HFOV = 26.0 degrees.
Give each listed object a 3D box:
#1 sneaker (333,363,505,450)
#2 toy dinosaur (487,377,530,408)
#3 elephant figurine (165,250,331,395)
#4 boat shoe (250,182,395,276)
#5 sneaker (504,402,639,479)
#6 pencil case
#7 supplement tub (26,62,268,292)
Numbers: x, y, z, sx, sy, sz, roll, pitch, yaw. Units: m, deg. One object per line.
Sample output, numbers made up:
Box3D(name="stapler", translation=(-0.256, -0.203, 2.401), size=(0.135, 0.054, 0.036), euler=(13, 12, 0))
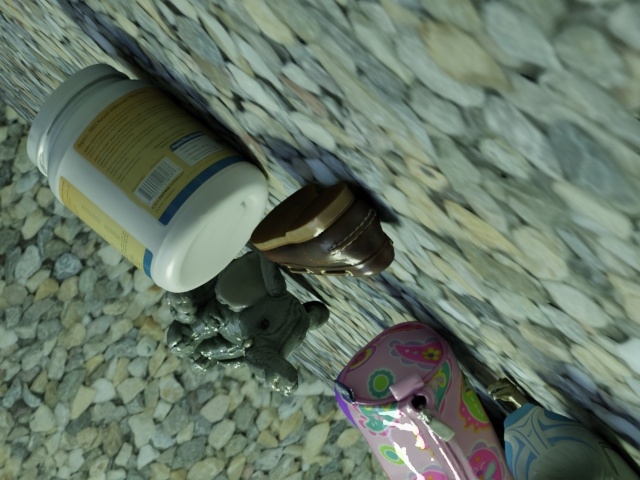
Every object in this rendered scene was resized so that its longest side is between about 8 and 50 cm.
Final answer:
Box3D(name="sneaker", translation=(0.145, 0.212, 1.520), size=(0.293, 0.102, 0.146), euler=(32, 170, 12))
Box3D(name="toy dinosaur", translation=(0.207, 0.184, 1.285), size=(0.092, 0.053, 0.183), euler=(55, 176, 40))
Box3D(name="elephant figurine", translation=(-0.071, 0.100, 1.782), size=(0.239, 0.185, 0.169), euler=(-5, 176, 44))
Box3D(name="boat shoe", translation=(0.000, 0.000, 1.116), size=(0.073, 0.073, 0.207), euler=(45, 172, -12))
Box3D(name="sneaker", translation=(0.235, 0.215, 1.187), size=(0.237, 0.085, 0.086), euler=(46, -167, -38))
Box3D(name="pencil case", translation=(0.123, 0.215, 1.355), size=(0.124, 0.124, 0.284), euler=(28, 151, 59))
Box3D(name="supplement tub", translation=(-0.164, -0.062, 1.306), size=(0.200, 0.144, 0.144), euler=(39, 172, 17))
